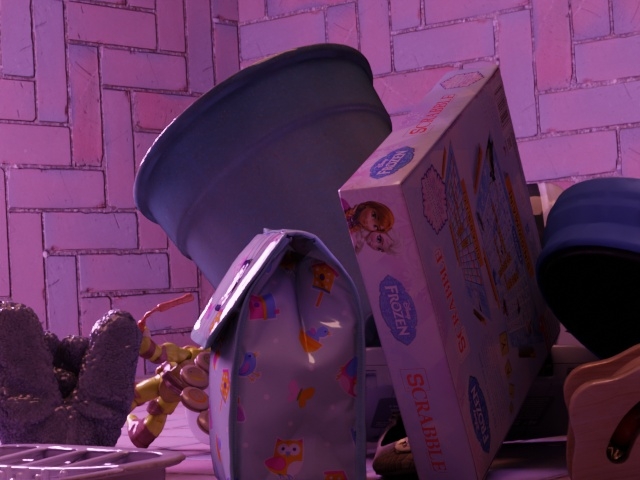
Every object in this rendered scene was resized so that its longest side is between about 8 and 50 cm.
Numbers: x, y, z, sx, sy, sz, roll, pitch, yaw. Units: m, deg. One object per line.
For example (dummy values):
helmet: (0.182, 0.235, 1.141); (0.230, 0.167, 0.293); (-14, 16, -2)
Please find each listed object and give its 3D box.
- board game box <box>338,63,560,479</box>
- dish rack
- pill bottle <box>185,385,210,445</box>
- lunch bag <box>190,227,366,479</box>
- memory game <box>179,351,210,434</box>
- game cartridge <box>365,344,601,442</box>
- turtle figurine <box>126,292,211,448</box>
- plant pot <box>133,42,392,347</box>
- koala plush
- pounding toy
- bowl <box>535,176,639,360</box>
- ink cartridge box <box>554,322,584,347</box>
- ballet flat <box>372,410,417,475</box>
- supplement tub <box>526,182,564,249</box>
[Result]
board game box: (0.140, 0.028, 1.517); (0.066, 0.318, 0.318); (-6, 22, 27)
dish rack: (-0.303, 0.215, 1.204); (0.286, 0.072, 0.333); (-4, -2, 42)
pill bottle: (-0.067, 0.204, 1.924); (0.118, 0.117, 0.208); (-5, -2, 42)
lunch bag: (-0.041, 0.116, 1.502); (0.160, 0.262, 0.223); (-3, -1, -9)
memory game: (-0.080, 0.193, 1.790); (0.186, 0.012, 0.186); (22, 30, -14)
game cartridge: (0.158, 0.181, 1.764); (0.297, 0.062, 0.198); (0, -23, -6)
turtle figurine: (-0.177, 0.181, 1.964); (0.217, 0.087, 0.269); (-42, -33, 19)
plant pot: (0.000, 0.000, 1.843); (0.341, 0.334, 0.341); (-27, -22, -12)
koala plush: (-0.329, 0.207, 1.835); (0.196, 0.203, 0.221); (7, -27, -20)
pounding toy: (0.337, 0.144, 1.328); (0.270, 0.154, 0.155); (-22, 6, 8)
bowl: (0.392, 0.083, 1.534); (0.391, 0.077, 0.391); (29, -18, 11)
ink cartridge box: (0.285, 0.169, 1.928); (0.203, 0.148, 0.086); (-4, 0, 4)
ballet flat: (0.096, 0.214, 1.623); (0.084, 0.058, 0.250); (-3, -2, 2)
supplement tub: (0.237, 0.022, 2.026); (0.272, 0.191, 0.191); (-4, -2, 4)
